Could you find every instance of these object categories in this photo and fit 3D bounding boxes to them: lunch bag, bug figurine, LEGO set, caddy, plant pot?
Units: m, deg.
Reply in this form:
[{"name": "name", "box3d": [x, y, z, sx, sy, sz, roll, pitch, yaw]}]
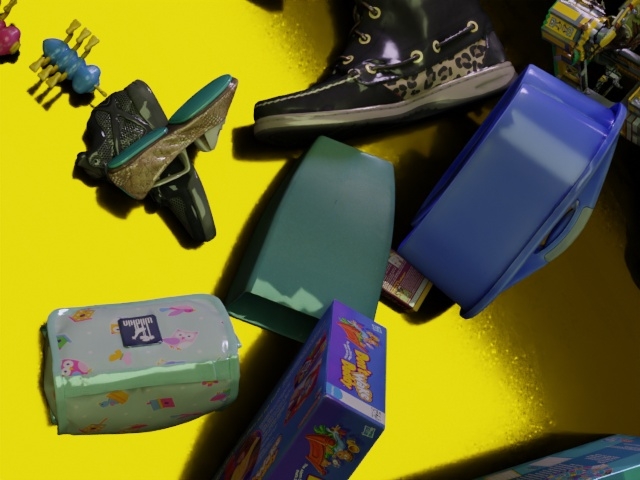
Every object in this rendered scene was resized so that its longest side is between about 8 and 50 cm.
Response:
[{"name": "lunch bag", "box3d": [-0.217, 0.151, 1.701, 0.223, 0.262, 0.160, -5, 86, -12]}, {"name": "bug figurine", "box3d": [-0.415, -0.190, 1.786, 0.279, 0.072, 0.216, -44, 89, -8]}, {"name": "LEGO set", "box3d": [0.458, -0.280, 1.894, 0.192, 0.255, 0.331, 36, 65, 26]}, {"name": "caddy", "box3d": [0.253, -0.055, 1.813, 0.179, 0.241, 0.341, 36, 114, 0]}, {"name": "plant pot", "box3d": [0.000, 0.000, 1.823, 0.165, 0.166, 0.234, 21, 73, -10]}]

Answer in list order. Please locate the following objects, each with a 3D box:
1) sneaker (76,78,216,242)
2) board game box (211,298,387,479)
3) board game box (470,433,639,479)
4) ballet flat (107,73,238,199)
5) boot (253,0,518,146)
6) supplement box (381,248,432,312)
[{"name": "sneaker", "box3d": [-0.226, -0.080, 1.814, 0.130, 0.087, 0.227, -31, 89, -12]}, {"name": "board game box", "box3d": [-0.045, 0.267, 1.666, 0.078, 0.233, 0.347, 30, 113, -9]}, {"name": "board game box", "box3d": [0.291, 0.333, 1.804, 0.336, 0.254, 0.079, -15, 88, -13]}, {"name": "ballet flat", "box3d": [-0.171, -0.124, 1.766, 0.206, 0.073, 0.067, -40, 113, -16]}, {"name": "boot", "box3d": [0.061, -0.287, 1.870, 0.377, 0.138, 0.284, -15, 89, -18]}, {"name": "supplement box", "box3d": [0.102, 0.052, 1.895, 0.083, 0.043, 0.055, 35, 78, -8]}]
